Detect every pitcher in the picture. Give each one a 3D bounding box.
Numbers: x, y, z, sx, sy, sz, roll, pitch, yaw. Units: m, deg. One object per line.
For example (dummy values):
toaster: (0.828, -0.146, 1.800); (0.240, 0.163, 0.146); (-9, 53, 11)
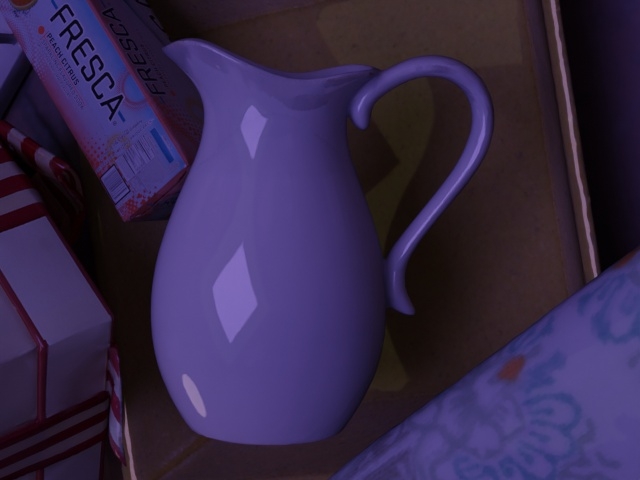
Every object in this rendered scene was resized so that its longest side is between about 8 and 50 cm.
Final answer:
pitcher: (0.000, 0.000, 0.988); (0.177, 0.125, 0.207); (3, 97, 2)

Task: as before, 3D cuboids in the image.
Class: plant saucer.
plant saucer: (0.017, -0.025, 1.084); (0.332, 0.081, 0.333); (-9, 88, 32)

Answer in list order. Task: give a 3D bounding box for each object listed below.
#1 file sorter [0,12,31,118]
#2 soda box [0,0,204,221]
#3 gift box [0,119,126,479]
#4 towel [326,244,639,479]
file sorter: (-0.361, -0.086, 1.262); (0.193, 0.173, 0.278); (43, 113, 22)
soda box: (-0.121, -0.099, 1.082); (0.058, 0.063, 0.183); (-39, 73, 27)
gift box: (-0.253, 0.081, 1.123); (0.276, 0.258, 0.255); (55, 154, 22)
towel: (0.217, 0.190, 0.912); (0.320, 0.090, 0.374); (-40, 89, 27)
